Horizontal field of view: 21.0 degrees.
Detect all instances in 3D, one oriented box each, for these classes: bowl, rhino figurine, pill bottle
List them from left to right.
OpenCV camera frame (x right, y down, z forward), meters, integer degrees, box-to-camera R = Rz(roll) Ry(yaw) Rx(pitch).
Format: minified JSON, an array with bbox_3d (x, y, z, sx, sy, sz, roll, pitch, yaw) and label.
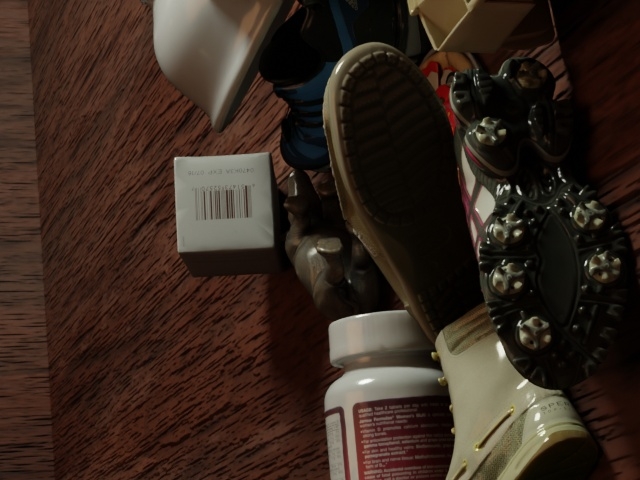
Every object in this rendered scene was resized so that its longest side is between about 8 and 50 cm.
[{"bbox_3d":[-0.085,-0.263,1.665,0.298,0.134,0.298,-61,3,6],"label":"bowl"},{"bbox_3d":[0.000,0.000,1.713,0.243,0.073,0.106,-123,21,-60],"label":"rhino figurine"},{"bbox_3d":[0.066,0.176,1.463,0.121,0.121,0.221,144,123,-66],"label":"pill bottle"}]

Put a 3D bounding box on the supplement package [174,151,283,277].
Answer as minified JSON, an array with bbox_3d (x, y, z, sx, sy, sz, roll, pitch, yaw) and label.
[{"bbox_3d":[-0.097,-0.025,1.864,0.179,0.105,0.105,87,179,-80],"label":"supplement package"}]

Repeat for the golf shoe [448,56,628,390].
[{"bbox_3d":[0.159,-0.003,1.275,0.120,0.105,0.273,89,175,-59],"label":"golf shoe"}]

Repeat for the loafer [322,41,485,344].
[{"bbox_3d":[0.061,-0.034,1.384,0.092,0.102,0.269,27,141,60],"label":"loafer"}]

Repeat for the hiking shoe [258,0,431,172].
[{"bbox_3d":[-0.003,-0.162,1.635,0.304,0.132,0.113,123,142,-57],"label":"hiking shoe"}]

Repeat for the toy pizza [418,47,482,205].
[{"bbox_3d":[0.100,-0.072,1.496,0.201,0.032,0.201,180,90,-70],"label":"toy pizza"}]

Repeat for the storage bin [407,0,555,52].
[{"bbox_3d":[0.150,-0.303,1.223,0.262,0.123,0.260,130,136,-60],"label":"storage bin"}]

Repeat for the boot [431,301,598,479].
[{"bbox_3d":[0.122,0.157,1.350,0.213,0.077,0.165,-54,38,36],"label":"boot"}]
